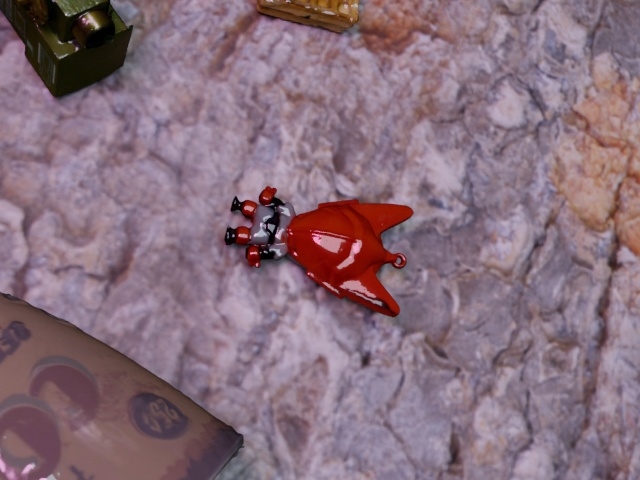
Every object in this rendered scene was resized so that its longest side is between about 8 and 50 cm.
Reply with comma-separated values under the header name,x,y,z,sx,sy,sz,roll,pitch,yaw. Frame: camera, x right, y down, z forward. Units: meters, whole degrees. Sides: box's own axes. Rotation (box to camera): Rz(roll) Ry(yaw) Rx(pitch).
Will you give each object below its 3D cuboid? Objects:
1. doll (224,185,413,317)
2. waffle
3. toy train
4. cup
name,x,y,z,sx,sy,sz,roll,pitch,yaw
doll,0.000,0.000,0.834,0.169,0.057,0.109,16,69,-16
waffle,-0.007,-0.284,0.909,0.103,0.042,0.147,10,74,-18
toy train,-0.245,-0.239,0.768,0.090,0.137,0.225,-32,84,-25
cup,-0.242,0.182,0.651,0.257,0.227,0.301,37,97,6
